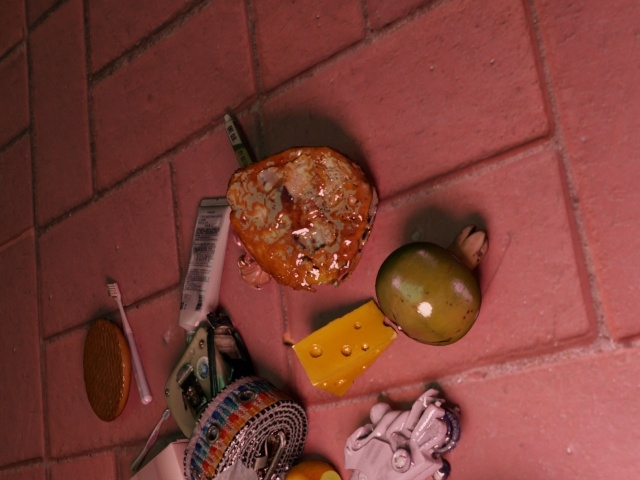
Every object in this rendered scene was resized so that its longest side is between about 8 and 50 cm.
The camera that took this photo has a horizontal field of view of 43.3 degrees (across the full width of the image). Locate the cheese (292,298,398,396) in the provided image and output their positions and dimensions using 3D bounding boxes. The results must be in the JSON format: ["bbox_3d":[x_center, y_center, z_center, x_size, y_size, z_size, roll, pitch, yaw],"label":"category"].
[{"bbox_3d":[0.056,0.195,1.492,0.171,0.126,0.093,-40,58,8],"label":"cheese"}]

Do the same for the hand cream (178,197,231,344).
[{"bbox_3d":[-0.258,0.070,1.816,0.124,0.077,0.341,0,76,44],"label":"hand cream"}]

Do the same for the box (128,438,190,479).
[{"bbox_3d":[-0.305,0.591,1.749,0.203,0.106,0.252,-42,59,29],"label":"box"}]

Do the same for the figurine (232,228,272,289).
[{"bbox_3d":[-0.127,0.025,1.655,0.114,0.126,0.157,-104,32,-82],"label":"figurine"}]

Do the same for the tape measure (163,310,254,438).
[{"bbox_3d":[-0.229,0.306,1.711,0.207,0.115,0.235,50,117,38],"label":"tape measure"}]

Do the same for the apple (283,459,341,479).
[{"bbox_3d":[-0.017,0.466,1.493,0.099,0.102,0.114,-22,70,38],"label":"apple"}]

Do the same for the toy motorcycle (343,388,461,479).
[{"bbox_3d":[0.126,0.348,1.381,0.260,0.110,0.171,-47,43,22],"label":"toy motorcycle"}]

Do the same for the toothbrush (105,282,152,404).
[{"bbox_3d":[-0.476,0.250,2.007,0.025,0.030,0.342,-45,58,35],"label":"toothbrush"}]

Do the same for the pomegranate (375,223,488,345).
[{"bbox_3d":[0.185,0.066,1.311,0.179,0.179,0.211,26,101,42],"label":"pomegranate"}]

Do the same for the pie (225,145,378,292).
[{"bbox_3d":[-0.026,-0.051,1.531,0.308,0.085,0.308,-1,87,15],"label":"pie"}]

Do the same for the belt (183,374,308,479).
[{"bbox_3d":[-0.144,0.399,1.553,0.150,0.207,0.258,28,96,44],"label":"belt"}]

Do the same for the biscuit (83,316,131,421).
[{"bbox_3d":[-0.536,0.323,2.029,0.262,0.037,0.262,-1,89,53],"label":"biscuit"}]

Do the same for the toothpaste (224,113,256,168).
[{"bbox_3d":[-0.173,-0.199,1.786,0.049,0.031,0.204,-41,61,32],"label":"toothpaste"}]

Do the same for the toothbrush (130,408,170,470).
[{"bbox_3d":[-0.404,0.476,1.916,0.204,0.017,0.022,-57,32,21],"label":"toothbrush"}]

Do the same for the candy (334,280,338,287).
[{"bbox_3d":[0.000,0.000,1.590,0.060,0.060,0.201,-30,72,37],"label":"candy"}]
